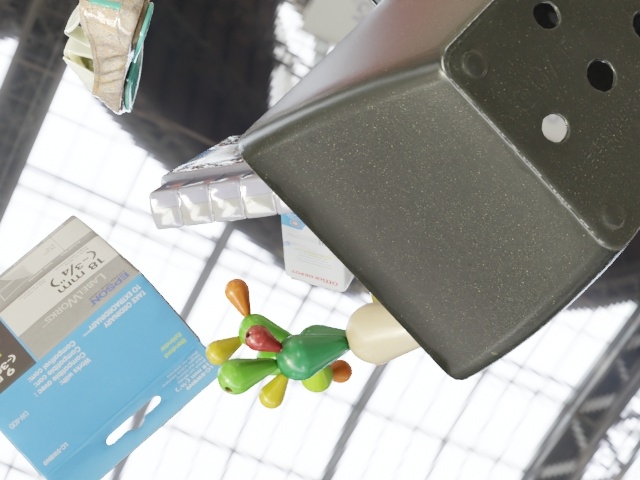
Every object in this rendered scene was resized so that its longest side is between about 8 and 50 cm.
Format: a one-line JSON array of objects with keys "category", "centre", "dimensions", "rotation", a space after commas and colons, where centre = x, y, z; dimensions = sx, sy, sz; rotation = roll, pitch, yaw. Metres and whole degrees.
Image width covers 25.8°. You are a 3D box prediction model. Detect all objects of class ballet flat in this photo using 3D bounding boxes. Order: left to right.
[{"category": "ballet flat", "centre": [-0.284, -0.260, 1.852], "dimensions": [0.106, 0.316, 0.107], "rotation": [14, -109, -7]}]

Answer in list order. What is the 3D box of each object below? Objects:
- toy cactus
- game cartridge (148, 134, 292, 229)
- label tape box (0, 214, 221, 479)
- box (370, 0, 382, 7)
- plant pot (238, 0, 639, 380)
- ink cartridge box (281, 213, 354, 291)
[{"category": "toy cactus", "centre": [0.016, 0.073, 1.150], "dimensions": [0.219, 0.180, 0.112], "rotation": [-2, -101, -48]}, {"category": "game cartridge", "centre": [-0.044, -0.092, 1.681], "dimensions": [0.230, 0.068, 0.355], "rotation": [-3, -166, 16]}, {"category": "label tape box", "centre": [-0.294, 0.127, 1.648], "dimensions": [0.333, 0.240, 0.106], "rotation": [33, 161, 53]}, {"category": "box", "centre": [0.182, -0.301, 1.554], "dimensions": [0.183, 0.232, 0.059], "rotation": [49, -155, 8]}, {"category": "plant pot", "centre": [0.102, -0.062, 0.738], "dimensions": [0.187, 0.167, 0.188], "rotation": [46, -113, -6]}, {"category": "ink cartridge box", "centre": [0.000, 0.000, 1.843], "dimensions": [0.088, 0.122, 0.052], "rotation": [15, -136, 19]}]
